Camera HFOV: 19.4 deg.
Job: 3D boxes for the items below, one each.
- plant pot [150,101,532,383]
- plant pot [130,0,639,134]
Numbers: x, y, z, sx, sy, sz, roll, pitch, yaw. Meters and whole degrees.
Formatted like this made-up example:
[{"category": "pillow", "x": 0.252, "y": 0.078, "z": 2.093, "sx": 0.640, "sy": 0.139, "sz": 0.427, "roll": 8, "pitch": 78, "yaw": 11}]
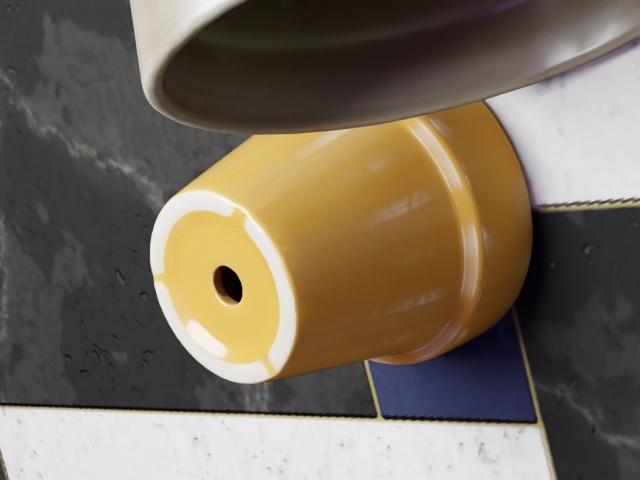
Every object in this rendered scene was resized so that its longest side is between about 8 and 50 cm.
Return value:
[{"category": "plant pot", "x": 0.000, "y": 0.000, "z": 1.211, "sx": 0.205, "sy": 0.188, "sz": 0.205, "roll": 20, "pitch": 121, "yaw": 38}, {"category": "plant pot", "x": 0.033, "y": -0.240, "z": 1.022, "sx": 0.323, "sy": 0.323, "sz": 0.280, "roll": -28, "pitch": 71, "yaw": 47}]
